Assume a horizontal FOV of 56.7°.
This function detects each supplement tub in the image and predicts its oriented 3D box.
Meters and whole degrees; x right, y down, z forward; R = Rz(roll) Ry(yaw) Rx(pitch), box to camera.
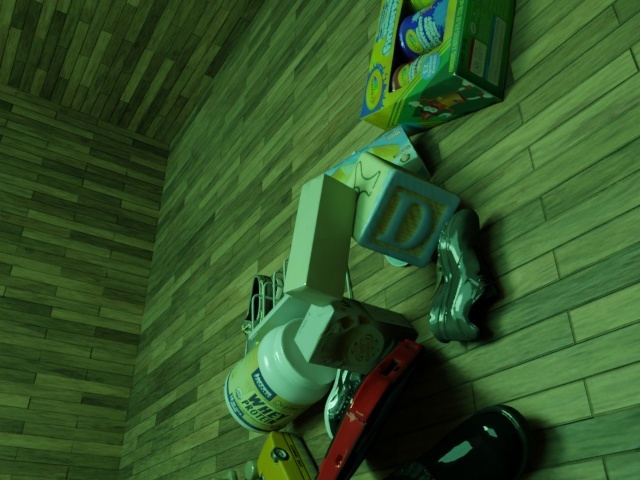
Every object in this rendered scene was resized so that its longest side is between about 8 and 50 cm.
[{"bbox_3d":[-0.104,0.375,1.645,0.316,0.228,0.228,-48,37,38],"label":"supplement tub"}]

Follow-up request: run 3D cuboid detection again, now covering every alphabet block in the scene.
[{"bbox_3d":[0.170,-0.075,1.388,0.192,0.193,0.197,-63,24,12],"label":"alphabet block"}]

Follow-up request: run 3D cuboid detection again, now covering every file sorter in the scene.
[{"bbox_3d":[-0.061,0.173,1.728,0.278,0.192,0.173,-48,34,37],"label":"file sorter"}]

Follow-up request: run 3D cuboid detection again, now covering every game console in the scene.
[{"bbox_3d":[0.095,0.385,1.212,0.060,0.386,0.342,26,103,19],"label":"game console"}]

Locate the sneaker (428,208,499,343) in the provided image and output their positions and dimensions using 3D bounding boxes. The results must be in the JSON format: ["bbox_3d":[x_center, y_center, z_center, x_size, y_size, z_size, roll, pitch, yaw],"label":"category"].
[{"bbox_3d":[0.314,0.075,1.232,0.130,0.109,0.286,-3,79,50],"label":"sneaker"}]

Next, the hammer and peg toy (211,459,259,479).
[{"bbox_3d":[-0.272,0.843,1.779,0.361,0.127,0.266,-59,31,22],"label":"hammer and peg toy"}]

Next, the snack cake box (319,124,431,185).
[{"bbox_3d":[0.138,-0.168,1.564,0.264,0.089,0.152,-31,40,13],"label":"snack cake box"}]

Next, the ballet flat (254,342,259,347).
[{"bbox_3d":[-0.183,0.396,1.953,0.077,0.077,0.231,17,92,41],"label":"ballet flat"}]

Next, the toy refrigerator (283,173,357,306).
[{"bbox_3d":[0.000,0.000,1.311,0.094,0.102,0.270,-24,50,48],"label":"toy refrigerator"}]

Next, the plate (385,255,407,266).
[{"bbox_3d":[0.225,-0.023,1.506,0.188,0.024,0.188,-36,45,48],"label":"plate"}]

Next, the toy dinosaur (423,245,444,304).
[{"bbox_3d":[0.281,0.058,1.350,0.092,0.053,0.183,128,157,-60],"label":"toy dinosaur"}]

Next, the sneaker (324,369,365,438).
[{"bbox_3d":[0.079,0.390,1.465,0.121,0.079,0.217,-18,58,58],"label":"sneaker"}]

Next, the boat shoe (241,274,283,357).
[{"bbox_3d":[-0.218,0.279,2.041,0.116,0.096,0.324,1,75,61],"label":"boat shoe"}]

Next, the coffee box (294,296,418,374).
[{"bbox_3d":[0.084,0.222,1.377,0.141,0.246,0.098,-64,30,14],"label":"coffee box"}]

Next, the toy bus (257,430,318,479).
[{"bbox_3d":[-0.068,0.639,1.531,0.108,0.130,0.332,-65,29,11],"label":"toy bus"}]

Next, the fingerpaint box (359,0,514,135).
[{"bbox_3d":[0.298,-0.532,1.521,0.371,0.163,0.445,-9,66,59],"label":"fingerpaint box"}]

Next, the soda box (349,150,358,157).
[{"bbox_3d":[0.131,-0.165,1.707,0.074,0.069,0.216,-54,33,28],"label":"soda box"}]

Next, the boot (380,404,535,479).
[{"bbox_3d":[0.191,0.428,1.038,0.348,0.260,0.131,-55,52,34],"label":"boot"}]
